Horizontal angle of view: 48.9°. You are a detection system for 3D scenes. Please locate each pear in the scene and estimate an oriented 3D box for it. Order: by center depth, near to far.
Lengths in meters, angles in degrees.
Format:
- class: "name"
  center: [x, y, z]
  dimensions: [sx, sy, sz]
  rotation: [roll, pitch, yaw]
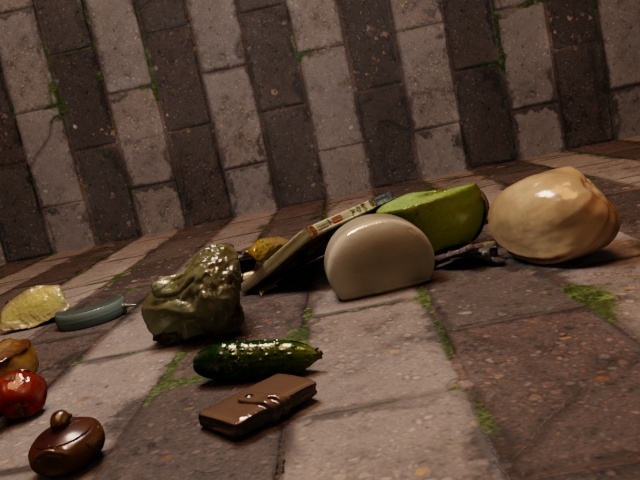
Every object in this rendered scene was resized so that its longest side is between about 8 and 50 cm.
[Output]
- class: "pear"
  center: [0.262, -0.035, 1.813]
  dimensions: [0.292, 0.159, 0.292]
  rotation: [-15, 7, 2]

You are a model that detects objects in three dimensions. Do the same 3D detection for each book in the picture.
- class: "book"
  center: [0.000, 0.000, 1.887]
  dimensions: [0.300, 0.039, 0.428]
  rotation: [-41, -9, 37]

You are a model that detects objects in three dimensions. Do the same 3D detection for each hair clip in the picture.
- class: "hair clip"
  center: [0.347, 0.030, 1.629]
  dimensions: [0.146, 0.056, 0.187]
  rotation: [-10, 4, -35]

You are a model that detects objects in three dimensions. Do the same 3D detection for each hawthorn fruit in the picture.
- class: "hawthorn fruit"
  center: [-0.518, 0.270, 1.215]
  dimensions: [0.093, 0.093, 0.093]
  rotation: [-12, 9, 2]

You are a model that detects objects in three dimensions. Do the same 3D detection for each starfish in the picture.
- class: "starfish"
  center: [-0.141, 0.123, 1.792]
  dimensions: [0.092, 0.016, 0.086]
  rotation: [-16, 11, 36]

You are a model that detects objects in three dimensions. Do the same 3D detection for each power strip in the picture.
- class: "power strip"
  center: [-0.596, 0.191, 1.870]
  dimensions: [0.216, 0.044, 0.137]
  rotation: [-14, 10, -13]

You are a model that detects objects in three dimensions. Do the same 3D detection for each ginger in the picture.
- class: "ginger"
  center: [-0.817, 0.199, 2.006]
  dimensions: [0.193, 0.115, 0.122]
  rotation: [-23, -9, -19]

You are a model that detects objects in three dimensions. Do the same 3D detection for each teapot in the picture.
- class: "teapot"
  center: [-0.350, 0.272, 0.961]
  dimensions: [0.098, 0.078, 0.129]
  rotation: [-12, 9, 3]

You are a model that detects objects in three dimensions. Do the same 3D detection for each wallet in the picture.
- class: "wallet"
  center: [-0.088, 0.232, 1.009]
  dimensions: [0.152, 0.039, 0.118]
  rotation: [-18, 9, -39]

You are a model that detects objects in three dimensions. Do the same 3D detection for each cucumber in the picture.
- class: "cucumber"
  center: [-0.105, 0.196, 1.164]
  dimensions: [0.227, 0.069, 0.069]
  rotation: [-6, 10, 17]

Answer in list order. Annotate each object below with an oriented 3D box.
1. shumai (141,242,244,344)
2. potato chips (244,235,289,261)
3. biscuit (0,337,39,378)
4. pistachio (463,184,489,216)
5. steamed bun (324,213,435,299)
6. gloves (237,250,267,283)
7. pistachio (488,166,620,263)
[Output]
- class: "shumai"
  center: [-0.274, 0.113, 1.501]
  dimensions: [0.218, 0.189, 0.256]
  rotation: [-12, 4, -11]
- class: "potato chips"
  center: [-0.116, 0.025, 1.914]
  dimensions: [0.080, 0.057, 0.407]
  rotation: [-49, -8, 4]
- class: "biscuit"
  center: [-0.679, 0.272, 1.319]
  dimensions: [0.296, 0.102, 0.296]
  rotation: [-15, 9, 2]
- class: "pistachio"
  center: [0.451, -0.103, 2.140]
  dimensions: [0.124, 0.124, 0.185]
  rotation: [-12, 25, -2]
- class: "steamed bun"
  center: [0.125, 0.027, 1.580]
  dimensions: [0.241, 0.164, 0.146]
  rotation: [-11, 10, -4]
- class: "gloves"
  center: [-0.241, 0.078, 1.931]
  dimensions: [0.203, 0.124, 0.164]
  rotation: [-22, 30, -13]
- class: "pistachio"
  center: [0.493, -0.045, 1.522]
  dimensions: [0.193, 0.214, 0.318]
  rotation: [31, -19, -21]
